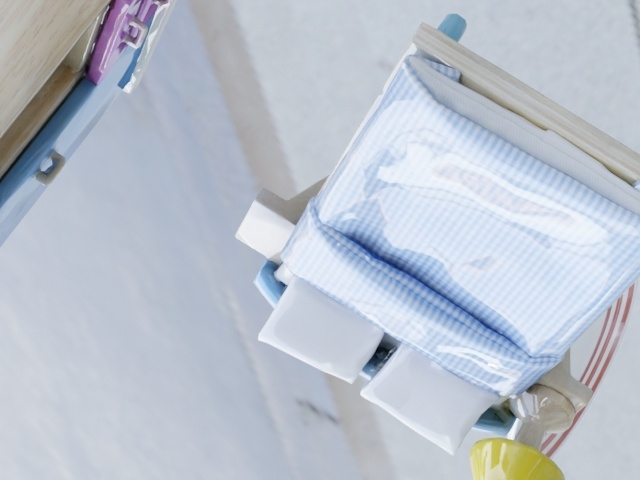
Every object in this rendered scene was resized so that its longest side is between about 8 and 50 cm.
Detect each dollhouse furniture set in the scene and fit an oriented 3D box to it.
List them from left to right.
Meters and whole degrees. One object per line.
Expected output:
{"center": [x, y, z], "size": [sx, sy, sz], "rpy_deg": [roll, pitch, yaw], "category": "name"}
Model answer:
{"center": [0.000, 0.000, 0.641], "size": [0.303, 0.198, 0.286], "rpy_deg": [32, 147, -2], "category": "dollhouse furniture set"}

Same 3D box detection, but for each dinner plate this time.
{"center": [0.137, 0.069, 0.963], "size": [0.017, 0.141, 0.141], "rpy_deg": [29, 140, 24], "category": "dinner plate"}
